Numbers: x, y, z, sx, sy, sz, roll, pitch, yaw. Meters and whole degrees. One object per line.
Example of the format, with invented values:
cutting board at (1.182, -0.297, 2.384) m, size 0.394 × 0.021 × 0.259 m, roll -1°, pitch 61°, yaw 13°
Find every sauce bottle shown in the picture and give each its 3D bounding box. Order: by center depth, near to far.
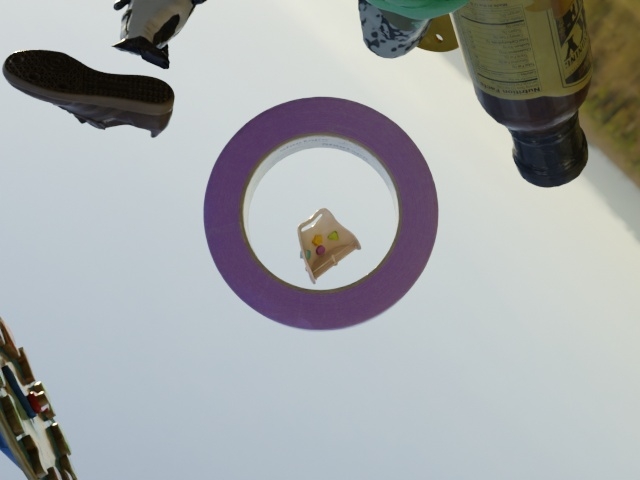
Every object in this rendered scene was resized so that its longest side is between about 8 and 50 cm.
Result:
sauce bottle at (0.173, -0.172, 1.138) m, size 0.111 × 0.111 × 0.344 m, roll 53°, pitch 175°, yaw 36°

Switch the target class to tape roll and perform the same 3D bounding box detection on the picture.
tape roll at (0.001, -0.029, 1.592) m, size 0.275 × 0.275 × 0.090 m, roll 45°, pitch 176°, yaw 5°

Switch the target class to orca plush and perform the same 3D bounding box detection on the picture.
orca plush at (-0.233, -0.314, 2.032) m, size 0.287 × 0.151 × 0.102 m, roll -101°, pitch -2°, yaw -58°

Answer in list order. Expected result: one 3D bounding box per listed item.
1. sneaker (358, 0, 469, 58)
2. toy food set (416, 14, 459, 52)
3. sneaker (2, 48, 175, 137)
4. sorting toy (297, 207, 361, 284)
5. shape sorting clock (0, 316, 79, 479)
sneaker at (0.063, -0.177, 0.694) m, size 0.410 × 0.158 × 0.182 m, roll -127°, pitch 26°, yaw -59°
toy food set at (0.097, -0.308, 1.431) m, size 0.218 × 0.128 × 0.071 m, roll 51°, pitch -126°, yaw -18°
sneaker at (-0.256, -0.152, 1.464) m, size 0.188 × 0.071 × 0.066 m, roll 13°, pitch -133°, yaw -6°
sorting toy at (0.000, 0.000, 1.724) m, size 0.045 × 0.083 × 0.075 m, roll 24°, pitch 144°, yaw 50°
shape sorting clock at (-0.254, 0.145, 1.151) m, size 0.206 × 0.040 × 0.206 m, roll 59°, pitch 175°, yaw 9°
